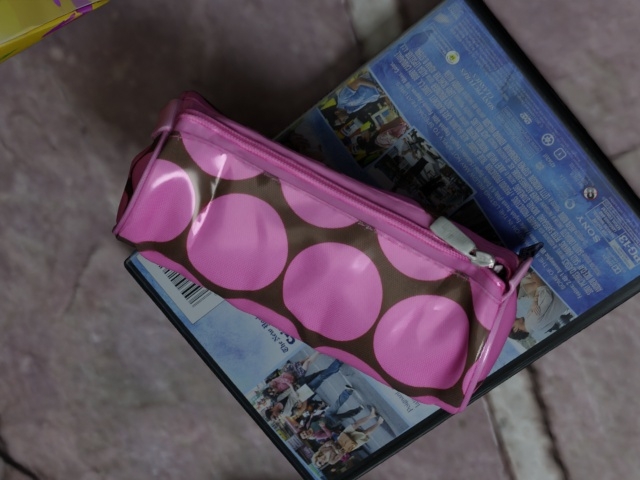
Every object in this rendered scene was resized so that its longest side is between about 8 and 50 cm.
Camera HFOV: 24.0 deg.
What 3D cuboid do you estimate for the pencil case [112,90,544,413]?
[{"bbox_3d":[0.000,0.000,0.757,0.209,0.095,0.098,24,149,5],"label":"pencil case"}]

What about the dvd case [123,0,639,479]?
[{"bbox_3d":[0.037,0.010,0.811,0.253,0.022,0.180,-37,96,24],"label":"dvd case"}]

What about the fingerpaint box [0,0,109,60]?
[{"bbox_3d":[-0.386,-0.226,0.776,0.371,0.163,0.445,-24,100,22],"label":"fingerpaint box"}]
